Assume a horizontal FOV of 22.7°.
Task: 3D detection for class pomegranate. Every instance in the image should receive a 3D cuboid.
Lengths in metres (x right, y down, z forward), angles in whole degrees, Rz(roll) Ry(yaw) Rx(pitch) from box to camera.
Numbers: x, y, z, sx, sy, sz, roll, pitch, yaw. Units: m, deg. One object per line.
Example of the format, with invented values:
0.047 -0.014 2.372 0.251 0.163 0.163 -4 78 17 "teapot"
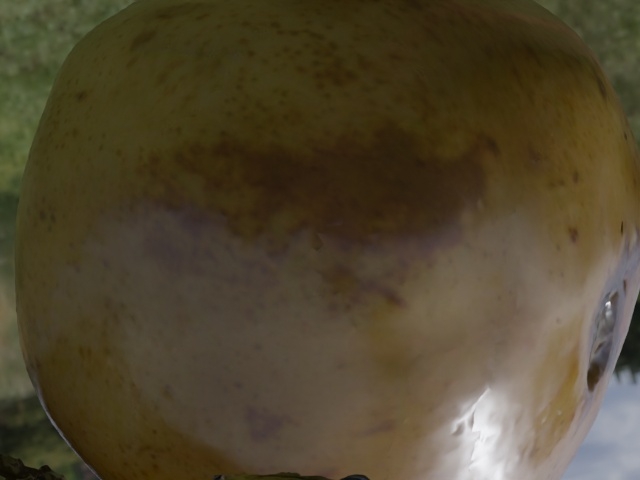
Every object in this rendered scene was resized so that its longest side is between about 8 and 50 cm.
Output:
0.000 0.000 0.976 0.416 0.417 0.416 -15 180 0 "pomegranate"

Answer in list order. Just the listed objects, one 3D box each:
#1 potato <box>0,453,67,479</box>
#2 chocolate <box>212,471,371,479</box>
-0.240 0.325 0.955 0.319 0.442 0.385 -7 157 -39 "potato"
-0.027 0.162 0.419 0.085 0.086 0.219 -15 -146 25 "chocolate"
